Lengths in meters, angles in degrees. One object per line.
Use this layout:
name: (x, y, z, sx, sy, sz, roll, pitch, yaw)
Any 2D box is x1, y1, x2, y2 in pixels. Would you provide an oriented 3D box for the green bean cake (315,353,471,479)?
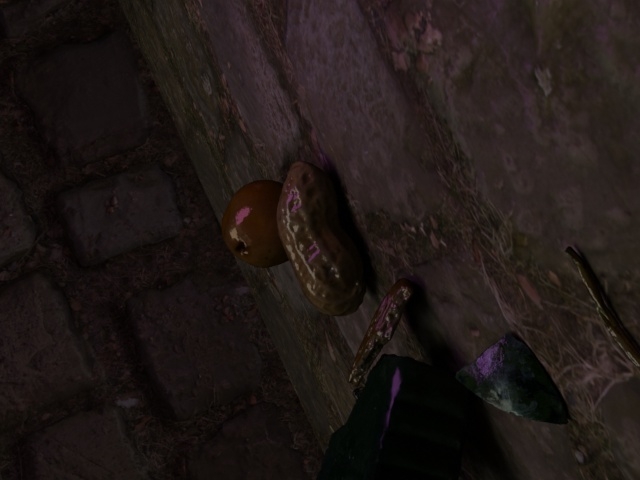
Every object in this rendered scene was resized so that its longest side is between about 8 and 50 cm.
green bean cake: (0.128, 0.363, 1.375, 0.300, 0.169, 0.308, 153, 135, -74)

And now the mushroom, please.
mushroom: (0.326, 0.129, 0.797, 0.026, 0.028, 0.286, -5, -113, -60)

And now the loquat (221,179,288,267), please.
loquat: (-0.129, -0.039, 1.836, 0.208, 0.208, 0.208, 59, 164, 28)

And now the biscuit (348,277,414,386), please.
biscuit: (0.101, 0.164, 1.385, 0.031, 0.229, 0.176, 26, -170, 0)

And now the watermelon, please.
watermelon: (0.269, 0.188, 1.056, 0.155, 0.080, 0.101, 49, 123, 57)

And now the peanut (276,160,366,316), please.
peanut: (0.000, 0.000, 1.557, 0.153, 0.140, 0.325, 13, 123, 60)

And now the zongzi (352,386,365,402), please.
zongzi: (0.154, 0.632, 1.953, 0.447, 0.181, 0.418, -128, 19, -52)

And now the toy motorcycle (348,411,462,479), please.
toy motorcycle: (0.169, 0.448, 1.585, 0.315, 0.169, 0.113, 51, 161, 45)
